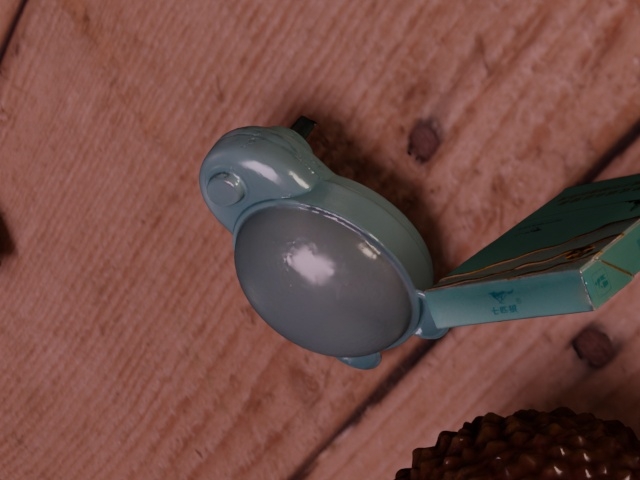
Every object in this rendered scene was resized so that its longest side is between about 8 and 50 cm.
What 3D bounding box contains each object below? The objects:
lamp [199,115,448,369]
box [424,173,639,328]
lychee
[{"bbox_3d":[-0.007,0.007,1.523,0.209,0.147,0.284,-30,91,49],"label":"lamp"},{"bbox_3d":[0.213,0.003,1.260,0.162,0.229,0.041,-11,106,45],"label":"box"},{"bbox_3d":[0.207,0.299,1.380,0.330,0.306,0.306,2,119,6],"label":"lychee"}]
